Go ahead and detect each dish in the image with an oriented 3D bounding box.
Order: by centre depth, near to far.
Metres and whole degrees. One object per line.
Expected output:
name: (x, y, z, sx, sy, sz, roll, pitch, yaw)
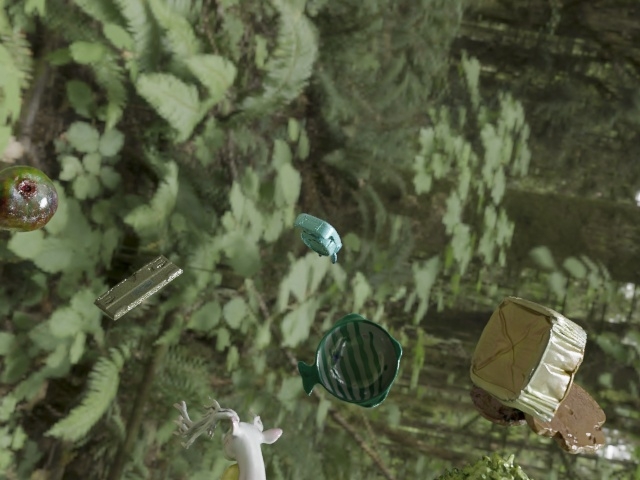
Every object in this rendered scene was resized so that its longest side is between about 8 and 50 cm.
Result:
dish: (0.075, 0.292, 2.034, 0.078, 0.246, 0.224, 54, 19, -74)

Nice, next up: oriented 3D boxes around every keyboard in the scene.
keyboard: (-0.264, 0.068, 1.253, 0.129, 0.049, 0.015, -38, 150, -33)

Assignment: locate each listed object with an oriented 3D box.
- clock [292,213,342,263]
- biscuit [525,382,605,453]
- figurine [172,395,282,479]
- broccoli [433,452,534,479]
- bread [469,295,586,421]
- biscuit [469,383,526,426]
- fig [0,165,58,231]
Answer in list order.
clock: (0.001, -0.001, 2.094, 0.045, 0.108, 0.147, -53, 143, -18)
biscuit: (0.546, 0.396, 1.951, 0.290, 0.208, 0.041, -1, 135, -46)
figurine: (-0.233, 0.501, 1.971, 0.284, 0.206, 0.316, -20, -142, 45)
broccoli: (0.237, 0.455, 1.329, 0.275, 0.397, 0.353, -48, -166, -5)
bread: (0.377, 0.213, 1.566, 0.192, 0.109, 0.210, -64, -161, -5)
biscuit: (0.453, 0.364, 2.066, 0.192, 0.192, 0.049, -75, 162, -54)
fig: (-0.636, -0.057, 1.762, 0.245, 0.149, 0.149, -32, -144, 46)
